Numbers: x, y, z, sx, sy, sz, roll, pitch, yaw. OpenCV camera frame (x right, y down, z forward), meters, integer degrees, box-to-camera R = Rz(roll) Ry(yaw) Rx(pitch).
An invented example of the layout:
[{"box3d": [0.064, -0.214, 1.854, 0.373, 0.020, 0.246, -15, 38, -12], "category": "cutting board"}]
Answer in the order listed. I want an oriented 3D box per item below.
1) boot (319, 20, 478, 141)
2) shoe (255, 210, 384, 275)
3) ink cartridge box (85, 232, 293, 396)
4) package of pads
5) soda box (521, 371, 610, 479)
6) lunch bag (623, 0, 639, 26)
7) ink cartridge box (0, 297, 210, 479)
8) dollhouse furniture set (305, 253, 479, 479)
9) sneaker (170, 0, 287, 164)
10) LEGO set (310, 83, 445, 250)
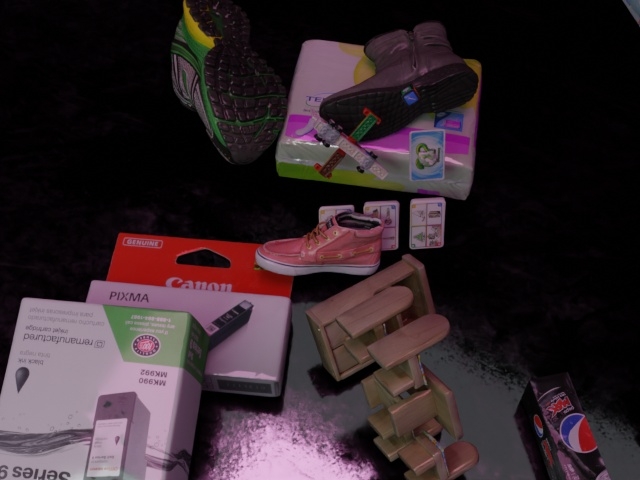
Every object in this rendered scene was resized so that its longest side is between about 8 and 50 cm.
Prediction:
[{"box3d": [0.096, -0.240, 1.323, 0.247, 0.083, 0.161, -17, 47, -10], "category": "boot"}, {"box3d": [0.000, 0.000, 1.246, 0.178, 0.081, 0.063, 3, 33, -9], "category": "shoe"}, {"box3d": [-0.175, 0.083, 1.222, 0.275, 0.060, 0.238, 5, 57, 3], "category": "ink cartridge box"}, {"box3d": [0.094, -0.193, 1.384, 0.297, 0.101, 0.229, 8, 57, 5], "category": "package of pads"}, {"box3d": [0.303, 0.252, 1.105, 0.053, 0.060, 0.169, -9, 56, -7], "category": "soda box"}, {"box3d": [0.633, -0.454, 1.557, 0.224, 0.108, 0.279, -14, 57, -9], "category": "lunch bag"}, {"box3d": [-0.260, 0.227, 1.047, 0.211, 0.121, 0.289, 4, 70, 4], "category": "ink cartridge box"}, {"box3d": [0.114, 0.139, 1.096, 0.161, 0.212, 0.242, -27, 33, -15], "category": "dollhouse furniture set"}, {"box3d": [-0.151, -0.235, 1.394, 0.134, 0.146, 0.343, 7, 43, -28], "category": "sneaker"}, {"box3d": [0.082, -0.101, 1.257, 0.183, 0.244, 0.060, -4, 29, -2], "category": "LEGO set"}]
